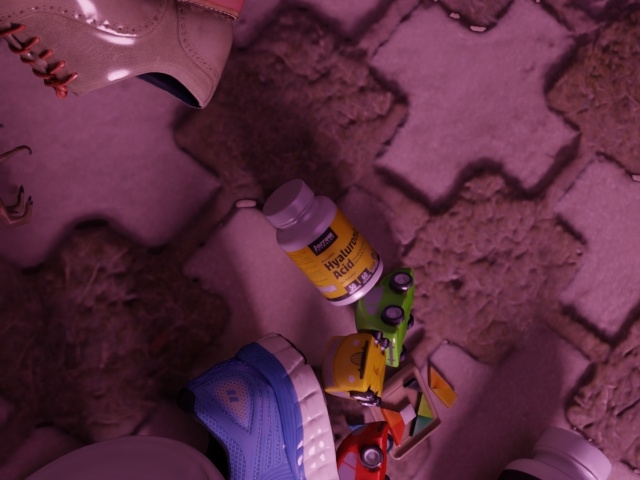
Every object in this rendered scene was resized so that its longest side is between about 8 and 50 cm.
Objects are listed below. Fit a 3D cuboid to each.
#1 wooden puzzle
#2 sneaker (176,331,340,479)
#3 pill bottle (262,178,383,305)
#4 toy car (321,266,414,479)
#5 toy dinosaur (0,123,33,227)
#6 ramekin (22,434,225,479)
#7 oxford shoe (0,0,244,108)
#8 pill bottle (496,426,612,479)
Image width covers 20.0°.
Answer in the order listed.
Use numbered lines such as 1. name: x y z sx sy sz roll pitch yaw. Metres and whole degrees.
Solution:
1. wooden puzzle: 0.083 0.165 1.762 0.116 0.014 0.078 -43 114 -25
2. sneaker: -0.050 0.253 1.627 0.147 0.130 0.330 -20 103 -15
3. pill bottle: 0.000 0.000 1.669 0.116 0.065 0.065 48 66 -25
4. toy car: 0.046 0.115 1.675 0.225 0.053 0.239 -73 165 -44
5. toy dinosaur: -0.286 -0.033 1.492 0.092 0.053 0.183 3 83 -19
6. ramekin: -0.165 0.297 1.455 0.273 0.273 0.127 -49 128 -23
7. oxford shoe: -0.215 -0.183 1.484 0.348 0.123 0.130 8 93 -33
8. pill bottle: 0.208 0.284 1.795 0.108 0.108 0.193 46 67 -27
